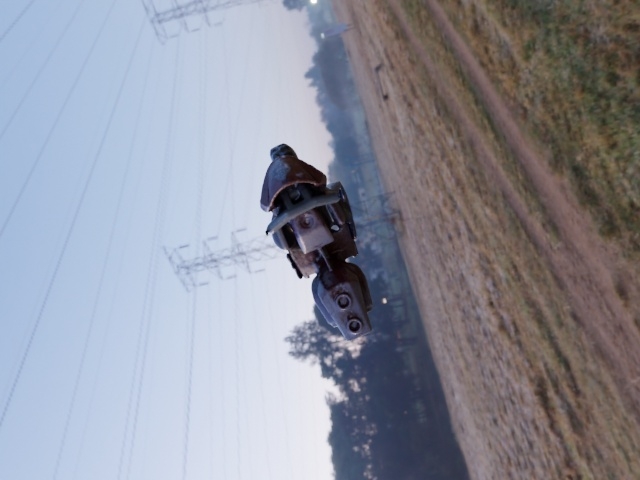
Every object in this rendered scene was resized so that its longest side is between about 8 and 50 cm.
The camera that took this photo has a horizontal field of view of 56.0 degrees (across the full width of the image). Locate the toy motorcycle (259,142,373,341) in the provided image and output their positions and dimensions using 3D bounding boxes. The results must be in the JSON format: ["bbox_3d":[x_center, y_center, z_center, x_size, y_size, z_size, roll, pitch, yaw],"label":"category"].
[{"bbox_3d":[0.001,0.000,0.589,0.122,0.082,0.213,-27,-88,-85],"label":"toy motorcycle"}]
